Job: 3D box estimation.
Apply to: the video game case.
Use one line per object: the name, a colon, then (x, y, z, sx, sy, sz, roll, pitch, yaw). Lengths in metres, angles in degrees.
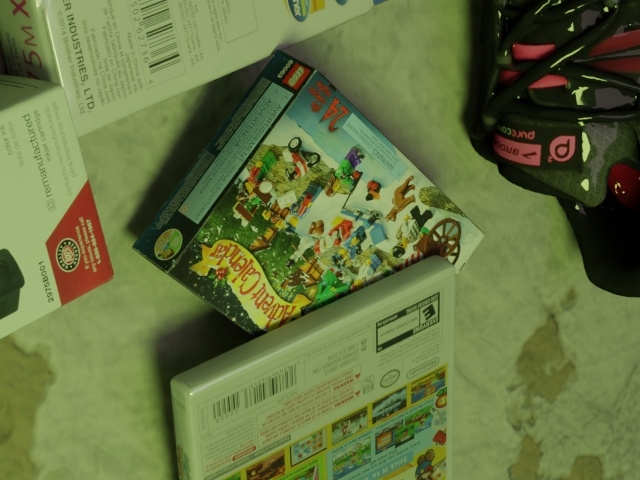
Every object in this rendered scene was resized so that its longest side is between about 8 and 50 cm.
video game case: (0.002, 0.137, 1.174, 0.227, 0.026, 0.206, -24, 128, -31)

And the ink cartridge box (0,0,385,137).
ink cartridge box: (-0.070, -0.202, 1.060, 0.311, 0.065, 0.186, -27, 118, -35)

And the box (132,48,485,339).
box: (0.000, 0.000, 1.144, 0.159, 0.044, 0.233, -55, 136, -4)

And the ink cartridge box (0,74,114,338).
ink cartridge box: (-0.216, -0.002, 0.950, 0.175, 0.072, 0.127, -31, 119, -37)

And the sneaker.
sneaker: (0.199, -0.140, 1.252, 0.202, 0.185, 0.483, -55, 130, -27)
